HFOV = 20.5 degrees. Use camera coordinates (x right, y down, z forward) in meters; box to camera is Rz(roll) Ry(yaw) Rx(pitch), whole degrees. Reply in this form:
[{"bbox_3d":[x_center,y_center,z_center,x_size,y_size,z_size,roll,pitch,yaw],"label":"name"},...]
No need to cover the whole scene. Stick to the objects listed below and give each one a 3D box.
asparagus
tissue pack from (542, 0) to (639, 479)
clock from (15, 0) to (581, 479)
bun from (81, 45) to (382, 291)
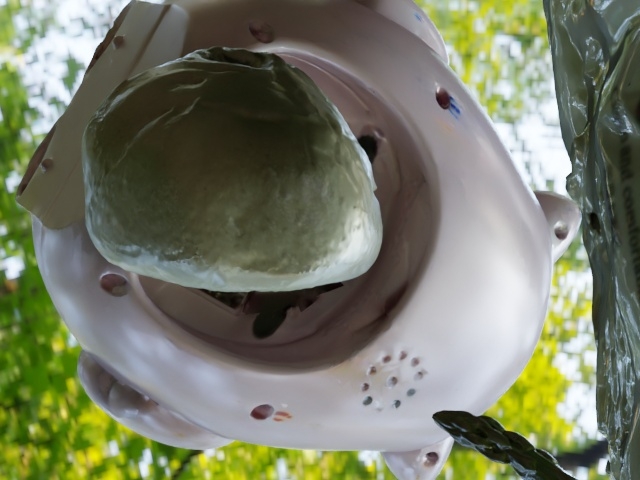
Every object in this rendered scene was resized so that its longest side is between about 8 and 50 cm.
[{"bbox_3d":[0.173,0.177,1.144,0.236,0.034,0.027,39,-155,5],"label":"asparagus"},{"bbox_3d":[0.260,-0.049,0.714,0.390,0.195,0.375,-3,-113,-19],"label":"tissue pack"},{"bbox_3d":[0.000,0.000,1.275,0.368,0.377,0.250,-60,-158,-2],"label":"clock"},{"bbox_3d":[-0.044,-0.044,0.934,0.167,0.113,0.173,-1,-163,-26],"label":"bun"}]
